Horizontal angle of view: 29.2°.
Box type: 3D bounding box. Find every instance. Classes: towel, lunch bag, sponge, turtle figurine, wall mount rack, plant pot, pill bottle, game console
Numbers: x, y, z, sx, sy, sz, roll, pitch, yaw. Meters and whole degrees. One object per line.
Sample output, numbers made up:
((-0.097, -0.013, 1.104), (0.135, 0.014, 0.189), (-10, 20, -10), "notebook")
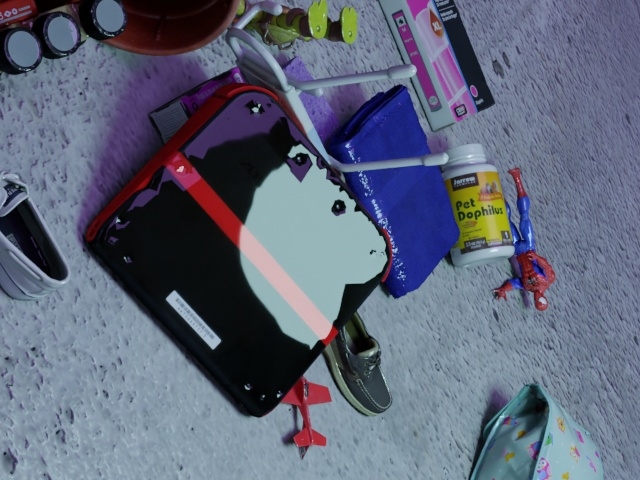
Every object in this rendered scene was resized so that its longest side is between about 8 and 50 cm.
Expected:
((0.123, -0.083, 2.096), (0.227, 0.076, 0.308), (-45, 120, -43), "towel")
((0.393, 0.411, 2.175), (0.223, 0.160, 0.262), (44, 52, -29), "lunch bag")
((-0.017, -0.189, 2.024), (0.210, 0.031, 0.117), (57, 41, -18), "sponge")
((-0.065, -0.345, 1.918), (0.269, 0.217, 0.087), (21, 86, -46), "turtle figurine")
((0.015, -0.203, 1.789), (0.130, 0.304, 0.350), (-47, 145, -12), "wall mount rack")
((-0.222, -0.447, 1.716), (0.272, 0.272, 0.265), (43, 39, -32), "plant pot")
((0.280, -0.064, 2.261), (0.117, 0.117, 0.215), (0, 75, -50), "pill bottle")
((-0.097, 0.008, 1.740), (0.342, 0.060, 0.386), (-48, 114, -17), "game console")

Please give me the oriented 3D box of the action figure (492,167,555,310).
((0.375, 0.008, 2.370), (0.139, 0.091, 0.280), (-17, 88, -58), "action figure")

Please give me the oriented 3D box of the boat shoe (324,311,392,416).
((0.058, 0.179, 1.930), (0.223, 0.073, 0.080), (60, 40, -14), "boat shoe")

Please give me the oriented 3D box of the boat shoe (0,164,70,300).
((-0.385, -0.048, 1.480), (0.258, 0.084, 0.095), (57, 41, -18), "boat shoe")

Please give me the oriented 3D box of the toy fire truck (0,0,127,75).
((-0.396, -0.340, 1.544), (0.217, 0.158, 0.246), (-33, 110, -41), "toy fire truck")

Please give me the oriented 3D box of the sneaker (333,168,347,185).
((0.000, 0.000, 1.928), (0.222, 0.083, 0.118), (-56, 131, -37), "sneaker")

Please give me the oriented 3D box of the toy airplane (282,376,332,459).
((-0.027, 0.250, 1.836), (0.151, 0.028, 0.151), (21, 60, -42), "toy airplane")

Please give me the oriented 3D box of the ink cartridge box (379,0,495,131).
((0.208, -0.404, 2.361), (0.176, 0.069, 0.371), (-30, 97, -51), "ink cartridge box")

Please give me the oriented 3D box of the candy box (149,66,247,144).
((-0.133, -0.122, 1.825), (0.159, 0.071, 0.233), (-41, 108, -50), "candy box")
